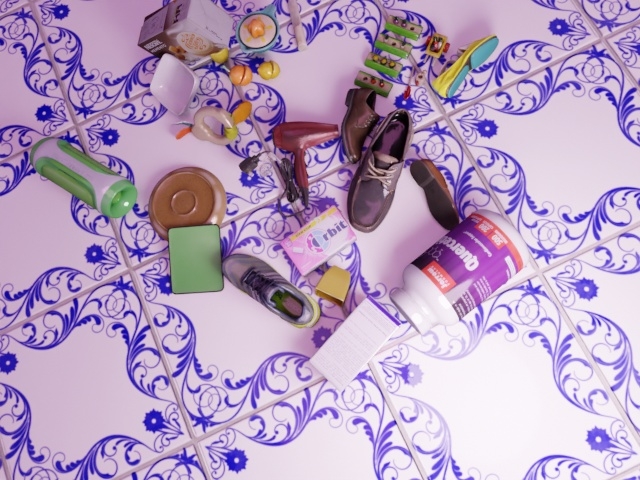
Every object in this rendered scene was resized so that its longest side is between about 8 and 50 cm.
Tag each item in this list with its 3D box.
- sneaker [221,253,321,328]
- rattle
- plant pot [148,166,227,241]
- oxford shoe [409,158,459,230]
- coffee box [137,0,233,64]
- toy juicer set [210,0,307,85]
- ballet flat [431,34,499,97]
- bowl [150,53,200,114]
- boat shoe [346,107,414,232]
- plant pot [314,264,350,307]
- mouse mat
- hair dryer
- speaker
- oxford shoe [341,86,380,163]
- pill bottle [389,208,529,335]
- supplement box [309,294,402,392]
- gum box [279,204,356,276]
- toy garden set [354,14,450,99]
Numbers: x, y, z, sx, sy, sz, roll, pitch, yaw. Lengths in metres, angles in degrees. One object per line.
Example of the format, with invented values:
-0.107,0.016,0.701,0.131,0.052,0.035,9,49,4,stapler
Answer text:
-0.134,0.122,1.173,0.299,0.121,0.111,29,82,11,sneaker
-0.321,-0.359,1.319,0.199,0.130,0.143,-2,65,32,rattle
-0.387,-0.104,1.290,0.236,0.032,0.237,-1,79,5,plant pot
0.324,-0.129,1.210,0.076,0.076,0.212,-23,86,-40,oxford shoe
-0.385,-0.592,1.279,0.246,0.141,0.098,0,76,38,coffee box
-0.165,-0.592,1.339,0.329,0.089,0.209,-33,77,-2,toy juicer set
0.403,-0.506,1.277,0.231,0.077,0.077,-48,62,-3,ballet flat
-0.422,-0.460,1.334,0.142,0.053,0.142,42,118,10,bowl
0.155,-0.197,1.205,0.132,0.130,0.356,16,80,9,boat shoe
0.040,0.115,1.181,0.081,0.081,0.083,24,72,10,plant pot
-0.347,0.052,1.250,0.152,0.007,0.190,-4,88,4,mouse mat
-0.062,-0.230,1.277,0.223,0.080,0.293,44,92,-3,hair dryer
-0.676,-0.181,1.286,0.296,0.131,0.131,30,83,11,speaker
0.114,-0.323,1.247,0.096,0.082,0.227,2,80,31,oxford shoe
0.332,0.082,1.104,0.323,0.181,0.181,-39,78,-3,pill bottle
0.088,0.256,1.129,0.114,0.111,0.220,41,85,12,supplement box
0.000,0.000,1.215,0.188,0.062,0.107,-35,78,-2,gum box
0.242,-0.529,1.306,0.203,0.049,0.244,26,82,10,toy garden set
